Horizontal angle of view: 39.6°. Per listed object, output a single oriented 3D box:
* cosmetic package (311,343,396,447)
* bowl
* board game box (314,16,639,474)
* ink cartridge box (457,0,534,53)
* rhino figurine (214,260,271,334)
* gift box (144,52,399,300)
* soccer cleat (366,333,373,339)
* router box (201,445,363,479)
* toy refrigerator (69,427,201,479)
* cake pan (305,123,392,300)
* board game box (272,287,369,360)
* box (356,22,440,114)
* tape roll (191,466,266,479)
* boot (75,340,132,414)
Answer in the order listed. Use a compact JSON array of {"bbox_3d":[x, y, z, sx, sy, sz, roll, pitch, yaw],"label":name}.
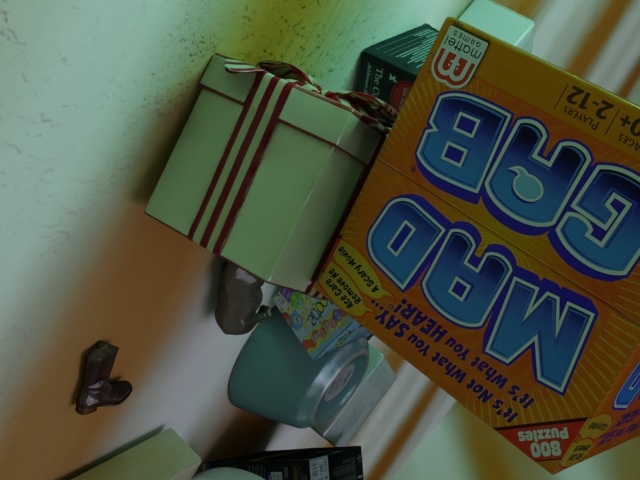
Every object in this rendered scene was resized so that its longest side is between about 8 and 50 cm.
[{"bbox_3d":[0.046,0.342,2.047,0.224,0.138,0.224,-50,157,-10],"label":"cosmetic package"},{"bbox_3d":[-0.020,0.250,1.764,0.311,0.163,0.311,-43,154,-26],"label":"bowl"},{"bbox_3d":[0.289,-0.001,1.058,0.356,0.356,0.356,3,118,-53],"label":"board game box"},{"bbox_3d":[0.293,-0.276,1.717,0.223,0.129,0.307,-50,157,-15],"label":"ink cartridge box"},{"bbox_3d":[-0.119,0.055,1.417,0.106,0.073,0.243,-39,149,-43],"label":"rhino figurine"},{"bbox_3d":[-0.037,-0.086,1.121,0.258,0.255,0.276,-64,155,1],"label":"gift box"},{"bbox_3d":[0.116,0.083,1.911,0.116,0.108,0.318,26,99,-48],"label":"soccer cleat"},{"bbox_3d":[-0.072,0.494,1.891,0.309,0.243,0.081,18,66,-66],"label":"router box"},{"bbox_3d":[-0.330,0.413,1.459,0.269,0.094,0.102,-18,144,-55],"label":"toy refrigerator"},{"bbox_3d":[0.022,-0.061,1.273,0.293,0.293,0.054,-58,146,5],"label":"cake pan"},{"bbox_3d":[0.073,0.094,1.670,0.275,0.142,0.144,-18,157,-47],"label":"board game box"},{"bbox_3d":[0.218,-0.132,1.473,0.179,0.312,0.343,-31,140,-40],"label":"box"},{"bbox_3d":[-0.165,0.631,1.694,0.072,0.392,0.392,-16,135,-58],"label":"tape roll"},{"bbox_3d":[-0.304,0.189,1.285,0.106,0.037,0.114,-25,138,-55],"label":"boot"}]
